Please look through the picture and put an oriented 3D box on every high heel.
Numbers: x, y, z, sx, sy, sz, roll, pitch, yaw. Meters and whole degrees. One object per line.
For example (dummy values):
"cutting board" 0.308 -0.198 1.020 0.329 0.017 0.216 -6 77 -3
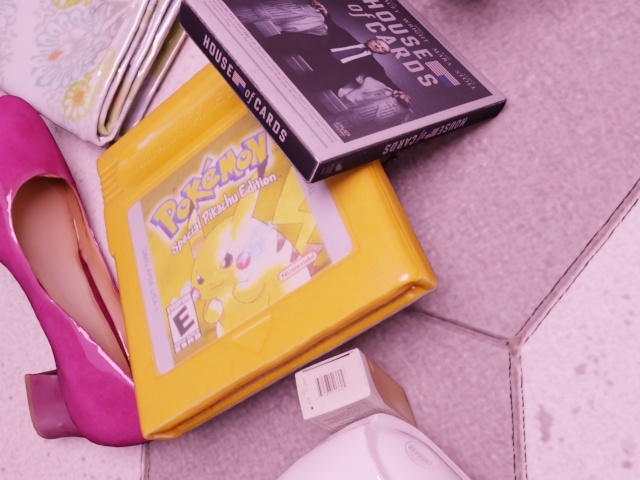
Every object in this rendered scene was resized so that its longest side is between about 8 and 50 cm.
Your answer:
"high heel" -0.239 0.020 0.599 0.181 0.127 0.377 -12 93 27

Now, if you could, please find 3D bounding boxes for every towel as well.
"towel" -0.302 -0.316 0.689 0.374 0.090 0.320 31 92 20

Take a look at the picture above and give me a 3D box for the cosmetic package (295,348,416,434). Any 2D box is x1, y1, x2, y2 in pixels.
"cosmetic package" 0.032 0.136 0.494 0.060 0.115 0.041 -24 53 13

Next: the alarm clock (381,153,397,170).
"alarm clock" 0.000 0.000 0.558 0.129 0.064 0.192 11 89 20

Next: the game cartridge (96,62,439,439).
"game cartridge" -0.083 -0.028 0.536 0.285 0.053 0.323 -34 59 20

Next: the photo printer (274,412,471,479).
"photo printer" 0.066 0.305 0.443 0.307 0.107 0.256 43 114 19

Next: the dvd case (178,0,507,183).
"dvd case" 0.029 -0.149 0.494 0.179 0.239 0.029 52 141 17
